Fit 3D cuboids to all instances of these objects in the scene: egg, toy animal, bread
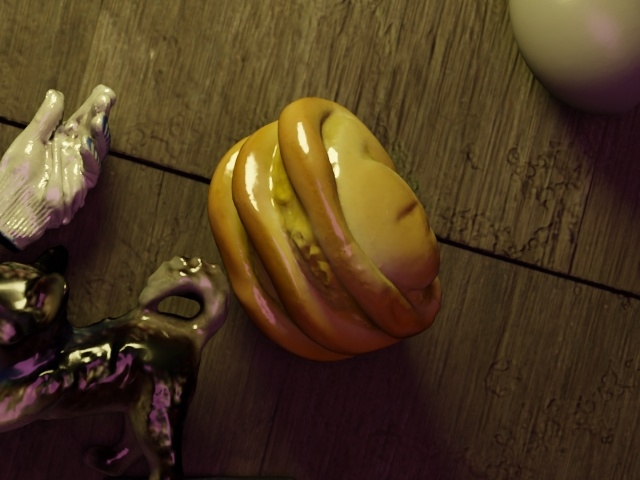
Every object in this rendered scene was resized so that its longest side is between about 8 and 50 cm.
[{"bbox_3d":[0.330,-0.267,1.681,0.176,0.176,0.232,-39,88,-7],"label":"egg"},{"bbox_3d":[-0.290,0.119,1.576,0.344,0.194,0.302,23,93,-13],"label":"toy animal"},{"bbox_3d":[0.000,0.000,1.574,0.211,0.270,0.315,-31,98,-20],"label":"bread"}]

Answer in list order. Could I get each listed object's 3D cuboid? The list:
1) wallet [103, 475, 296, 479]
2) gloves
[{"bbox_3d":[-0.151,0.355,1.685,0.244,0.025,0.124,1,92,-9],"label":"wallet"},{"bbox_3d":[-0.320,-0.091,1.607,0.119,0.097,0.229,40,92,-6],"label":"gloves"}]
